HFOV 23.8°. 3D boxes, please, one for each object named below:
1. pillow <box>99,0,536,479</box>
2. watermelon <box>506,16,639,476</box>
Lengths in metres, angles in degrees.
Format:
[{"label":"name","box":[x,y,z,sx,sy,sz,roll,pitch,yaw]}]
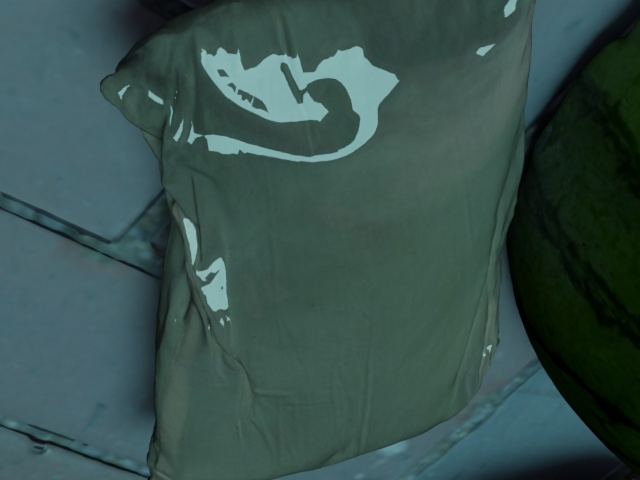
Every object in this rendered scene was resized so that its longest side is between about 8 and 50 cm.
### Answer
[{"label":"pillow","box":[0.000,0.000,0.614,0.173,0.067,0.270,-12,135,-12]},{"label":"watermelon","box":[0.263,0.021,0.635,0.330,0.189,0.331,-11,139,-10]}]
